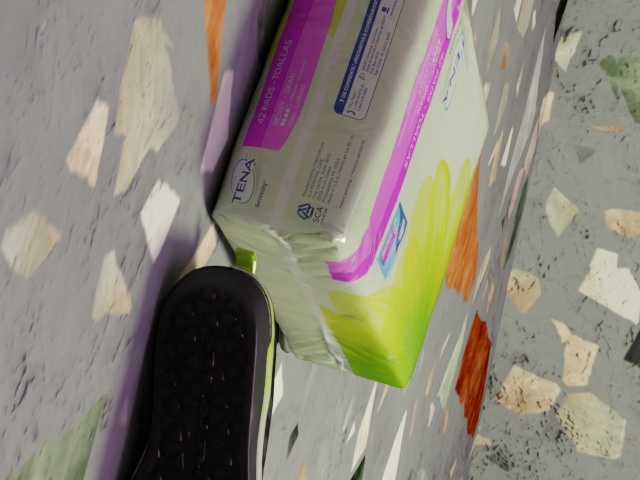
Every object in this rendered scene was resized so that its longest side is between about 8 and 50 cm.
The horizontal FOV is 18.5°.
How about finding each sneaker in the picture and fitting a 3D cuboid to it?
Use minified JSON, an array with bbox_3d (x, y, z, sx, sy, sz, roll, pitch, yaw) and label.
[{"bbox_3d":[-0.062,0.123,1.161,0.097,0.084,0.234,-16,121,-79],"label":"sneaker"}]

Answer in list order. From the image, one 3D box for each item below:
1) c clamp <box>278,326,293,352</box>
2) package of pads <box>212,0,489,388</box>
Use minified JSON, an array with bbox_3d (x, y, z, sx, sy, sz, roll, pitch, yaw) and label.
[{"bbox_3d":[0.000,0.000,1.465,0.137,0.022,0.160,-50,152,-66],"label":"c clamp"},{"bbox_3d":[0.030,-0.057,1.318,0.296,0.101,0.229,67,39,-66],"label":"package of pads"}]
